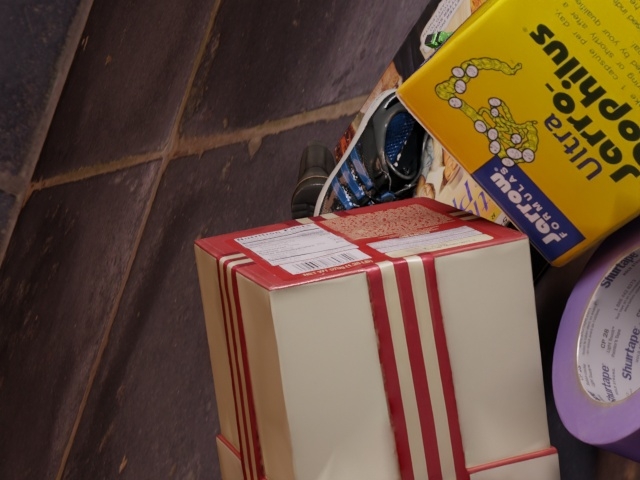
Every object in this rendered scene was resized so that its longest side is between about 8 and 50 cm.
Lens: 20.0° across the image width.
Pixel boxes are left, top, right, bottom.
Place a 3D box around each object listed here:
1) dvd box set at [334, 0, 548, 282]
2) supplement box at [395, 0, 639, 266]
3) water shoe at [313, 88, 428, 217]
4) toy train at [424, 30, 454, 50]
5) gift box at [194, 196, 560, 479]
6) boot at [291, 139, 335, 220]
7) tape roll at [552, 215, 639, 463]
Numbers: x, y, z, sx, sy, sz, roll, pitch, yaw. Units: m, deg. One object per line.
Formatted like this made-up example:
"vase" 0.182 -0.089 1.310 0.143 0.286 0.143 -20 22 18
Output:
"dvd box set" 0.132 -0.076 1.802 0.308 0.062 0.420 -56 25 29
"supplement box" 0.258 -0.168 1.338 0.194 0.195 0.356 -46 4 -41
"water shoe" 0.052 -0.056 1.790 0.080 0.073 0.203 13 83 66
"toy train" 0.129 -0.200 1.807 0.083 0.023 0.017 3 73 67
"gift box" 0.039 0.125 1.461 0.276 0.255 0.258 -141 42 -71
"boot" 0.000 0.000 1.994 0.137 0.076 0.198 -90 6 -63
"tape roll" 0.260 0.074 1.353 0.189 0.080 0.189 -49 29 40
